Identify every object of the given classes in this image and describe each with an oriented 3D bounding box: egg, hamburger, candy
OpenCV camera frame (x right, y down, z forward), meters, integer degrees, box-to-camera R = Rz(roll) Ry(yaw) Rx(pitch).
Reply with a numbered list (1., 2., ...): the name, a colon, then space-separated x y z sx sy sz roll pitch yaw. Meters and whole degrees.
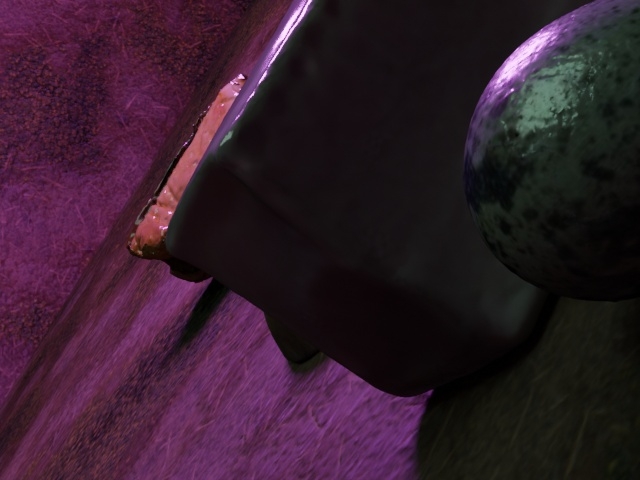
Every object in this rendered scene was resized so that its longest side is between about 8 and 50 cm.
1. egg: 0.145 -0.049 0.706 0.172 0.132 0.132 -41 15 12
2. hamburger: -0.098 -0.064 1.758 0.262 0.124 0.131 -59 30 2
3. candy: 0.070 -0.097 0.964 0.145 0.208 0.358 -48 14 56

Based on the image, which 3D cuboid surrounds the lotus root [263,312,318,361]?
1. lotus root: 0.002 -0.003 1.273 0.203 0.078 0.183 -55 11 9
